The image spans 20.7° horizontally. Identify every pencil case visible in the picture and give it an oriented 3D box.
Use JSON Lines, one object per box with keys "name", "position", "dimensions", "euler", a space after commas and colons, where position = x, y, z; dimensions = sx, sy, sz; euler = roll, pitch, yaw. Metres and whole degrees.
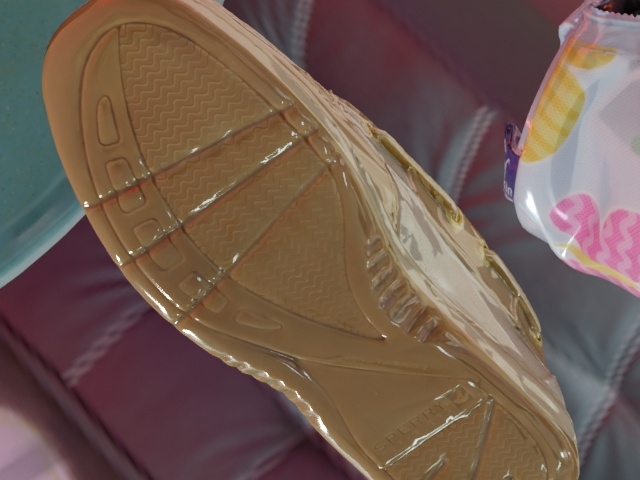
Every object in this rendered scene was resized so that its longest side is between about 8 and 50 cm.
{"name": "pencil case", "position": [0.196, 0.003, 0.579], "dimensions": [0.273, 0.113, 0.124], "euler": [34, 146, 27]}

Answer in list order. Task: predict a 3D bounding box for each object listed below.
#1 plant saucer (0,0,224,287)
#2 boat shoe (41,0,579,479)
{"name": "plant saucer", "position": [-0.130, -0.080, 0.438], "dimensions": [0.043, 0.317, 0.318], "euler": [39, 147, 36]}
{"name": "boat shoe", "position": [0.000, 0.000, 0.419], "dimensions": [0.063, 0.059, 0.170], "euler": [-30, 116, 21]}
